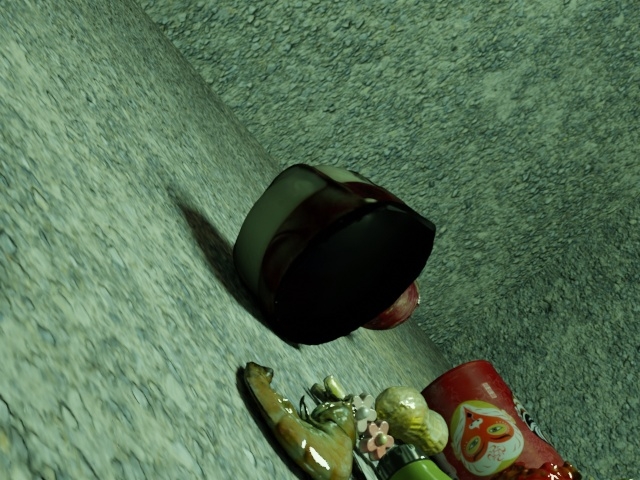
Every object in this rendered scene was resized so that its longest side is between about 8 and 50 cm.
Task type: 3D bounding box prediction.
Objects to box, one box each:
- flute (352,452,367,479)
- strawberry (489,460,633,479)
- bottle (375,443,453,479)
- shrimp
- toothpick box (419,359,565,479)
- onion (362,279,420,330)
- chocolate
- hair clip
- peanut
[{"bbox_3d":[0.075,0.337,1.281,0.014,0.014,0.269,49,5,-33],"label":"flute"},{"bbox_3d":[0.321,0.477,1.417,0.312,0.267,0.351,22,49,-21],"label":"strawberry"},{"bbox_3d":[0.152,0.357,1.283,0.112,0.112,0.260,46,7,-50],"label":"bottle"},{"bbox_3d":[-0.018,0.193,1.256,0.169,0.058,0.296,50,8,0],"label":"shrimp"},{"bbox_3d":[0.331,0.412,2.015,0.333,0.204,0.204,56,6,33],"label":"toothpick box"},{"bbox_3d":[0.081,0.083,2.167,0.246,0.190,0.246,32,2,-2],"label":"onion"},{"bbox_3d":[0.000,0.000,1.585,0.186,0.284,0.283,53,5,31],"label":"chocolate"},{"bbox_3d":[0.069,0.266,1.483,0.214,0.062,0.056,50,-36,-12],"label":"hair clip"},{"bbox_3d":[0.155,0.305,1.830,0.206,0.087,0.087,45,9,-49],"label":"peanut"}]
